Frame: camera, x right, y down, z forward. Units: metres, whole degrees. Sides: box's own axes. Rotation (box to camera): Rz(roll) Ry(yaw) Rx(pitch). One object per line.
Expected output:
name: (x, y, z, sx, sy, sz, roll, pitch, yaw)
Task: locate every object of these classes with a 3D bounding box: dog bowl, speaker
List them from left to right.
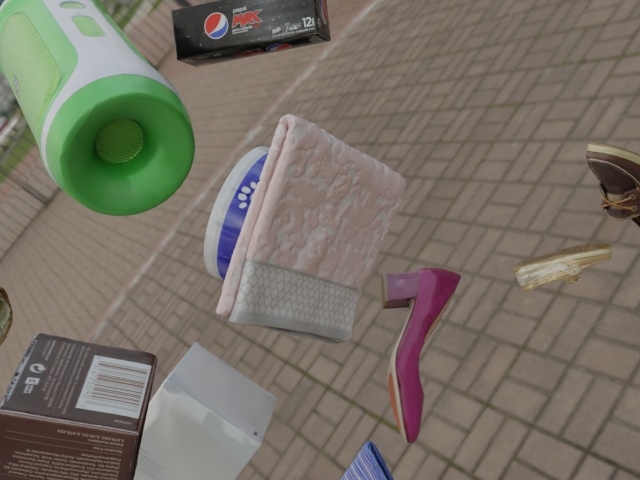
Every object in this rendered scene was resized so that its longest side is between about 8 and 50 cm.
speaker: (-0.217, -0.142, 0.711, 0.131, 0.131, 0.296, -47, 44, 5)
dog bowl: (-0.104, -0.036, 1.449, 0.265, 0.104, 0.265, -58, -18, -32)

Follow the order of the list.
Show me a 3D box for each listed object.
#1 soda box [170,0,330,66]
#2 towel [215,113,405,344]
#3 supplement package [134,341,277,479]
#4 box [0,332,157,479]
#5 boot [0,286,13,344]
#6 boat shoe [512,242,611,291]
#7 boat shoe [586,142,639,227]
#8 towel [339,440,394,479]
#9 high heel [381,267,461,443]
soda box: (-0.077, -0.237, 0.861, 0.168, 0.060, 0.053, -6, 1, 17)
towel: (0.000, 0.000, 1.229, 0.053, 0.331, 0.317, 18, 89, 36)
supplement package: (-0.241, 0.368, 1.413, 0.263, 0.199, 0.198, -54, 2, 13)
box: (-0.319, 0.260, 1.011, 0.168, 0.166, 0.203, -98, 22, -64)
boot: (-0.523, 0.128, 0.901, 0.269, 0.089, 0.236, -9, 21, -6)
boat shoe: (0.427, 0.049, 1.360, 0.170, 0.059, 0.063, -16, 8, 23)
boat shoe: (0.673, -0.099, 1.689, 0.123, 0.342, 0.123, 21, 85, 49)
towel: (0.129, 0.672, 1.960, 0.243, 0.040, 0.336, 61, 151, 27)
high heel: (0.234, 0.238, 1.668, 0.127, 0.181, 0.378, 101, 167, -74)
